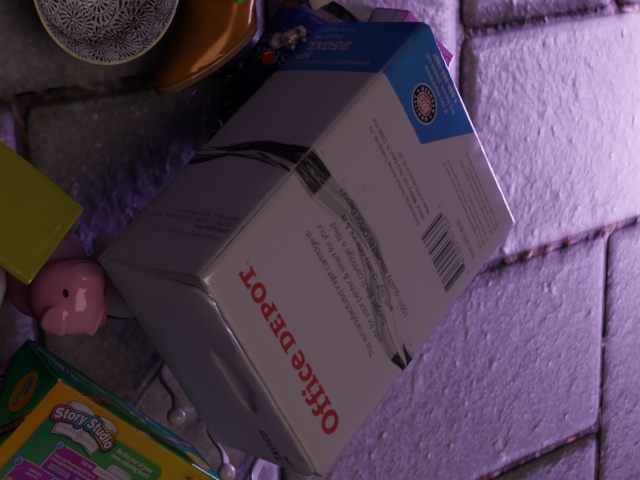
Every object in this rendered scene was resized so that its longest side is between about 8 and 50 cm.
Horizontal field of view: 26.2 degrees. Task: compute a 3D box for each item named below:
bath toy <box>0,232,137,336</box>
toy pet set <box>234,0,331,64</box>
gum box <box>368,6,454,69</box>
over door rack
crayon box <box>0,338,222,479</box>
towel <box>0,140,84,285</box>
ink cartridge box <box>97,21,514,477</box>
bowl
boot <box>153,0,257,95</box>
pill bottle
[{"bbox_3d":[-0.252,0.054,1.413,0.348,0.151,0.129,-3,70,-38],"label":"bath toy"},{"bbox_3d":[-0.044,-0.272,1.475,0.114,0.065,0.122,-28,121,-8],"label":"toy pet set"},{"bbox_3d":[0.079,-0.183,1.721,0.107,0.062,0.188,37,76,-41],"label":"gum box"},{"bbox_3d":[-0.163,0.291,1.599,0.324,0.108,0.239,-50,128,-20],"label":"over door rack"},{"bbox_3d":[-0.246,0.238,1.399,0.165,0.081,0.278,-48,134,-1],"label":"crayon box"},{"bbox_3d":[-0.348,-0.065,1.314,0.237,0.021,0.102,39,65,-12],"label":"towel"},{"bbox_3d":[0.000,0.000,1.435,0.395,0.166,0.285,-49,128,-29],"label":"ink cartridge box"},{"bbox_3d":[-0.234,-0.267,1.399,0.170,0.080,0.170,-9,106,-36],"label":"bowl"},{"bbox_3d":[-0.133,-0.321,1.480,0.295,0.104,0.211,-51,124,-24],"label":"boot"},{"bbox_3d":[-0.041,-0.165,1.576,0.123,0.122,0.219,43,72,-40],"label":"pill bottle"}]
